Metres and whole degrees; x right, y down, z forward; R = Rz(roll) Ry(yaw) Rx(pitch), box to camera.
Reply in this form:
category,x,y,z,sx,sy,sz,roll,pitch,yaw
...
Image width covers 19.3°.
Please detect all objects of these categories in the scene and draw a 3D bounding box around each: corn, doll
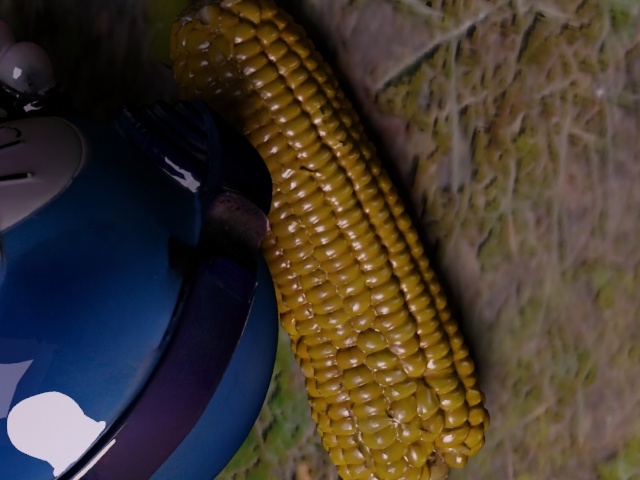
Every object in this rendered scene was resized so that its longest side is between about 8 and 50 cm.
category,x,y,z,sx,sy,sz,roll,pitch,yaw
corn,0.005,-0.001,1.058,0.102,0.102,0.313,-18,100,29
doll,-0.160,0.032,1.011,0.240,0.310,0.284,39,88,-37
